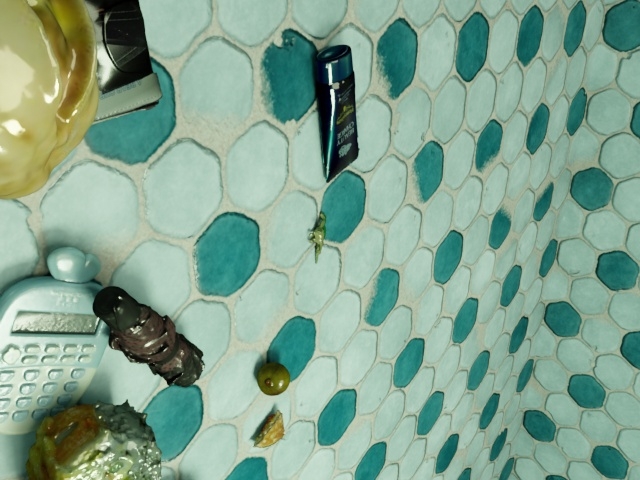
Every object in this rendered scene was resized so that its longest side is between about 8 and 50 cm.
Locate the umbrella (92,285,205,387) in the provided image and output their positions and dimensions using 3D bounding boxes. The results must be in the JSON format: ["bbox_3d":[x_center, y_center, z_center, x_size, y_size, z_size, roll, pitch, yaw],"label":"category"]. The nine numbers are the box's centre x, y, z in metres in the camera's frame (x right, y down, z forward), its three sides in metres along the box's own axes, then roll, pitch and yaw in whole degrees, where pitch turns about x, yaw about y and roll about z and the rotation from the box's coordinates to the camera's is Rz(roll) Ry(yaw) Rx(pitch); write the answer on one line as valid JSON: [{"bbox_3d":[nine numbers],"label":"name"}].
[{"bbox_3d":[-0.275,0.169,0.977,0.326,0.090,0.094,67,30,-58],"label":"umbrella"}]

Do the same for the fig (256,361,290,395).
[{"bbox_3d":[-0.100,0.301,1.302,0.088,0.074,0.074,-5,114,-77],"label":"fig"}]

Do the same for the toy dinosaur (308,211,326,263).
[{"bbox_3d":[0.000,-0.001,1.309,0.060,0.029,0.120,-48,143,-49],"label":"toy dinosaur"}]

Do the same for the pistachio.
[{"bbox_3d":[-0.357,-0.199,0.624,0.229,0.237,0.321,-74,163,-64],"label":"pistachio"}]

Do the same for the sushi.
[{"bbox_3d":[-0.365,0.382,0.957,0.184,0.139,0.274,-15,133,-41],"label":"sushi"}]

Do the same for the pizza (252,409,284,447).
[{"bbox_3d":[-0.114,0.450,1.394,0.100,0.029,0.099,-52,147,-15],"label":"pizza"}]

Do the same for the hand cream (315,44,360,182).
[{"bbox_3d":[0.035,-0.255,1.209,0.120,0.061,0.271,-43,144,-35],"label":"hand cream"}]

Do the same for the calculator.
[{"bbox_3d":[-0.406,0.151,0.886,0.188,0.042,0.303,14,97,-51],"label":"calculator"}]

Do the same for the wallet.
[{"bbox_3d":[-0.297,-0.270,0.790,0.170,0.069,0.231,-35,132,-41],"label":"wallet"}]
